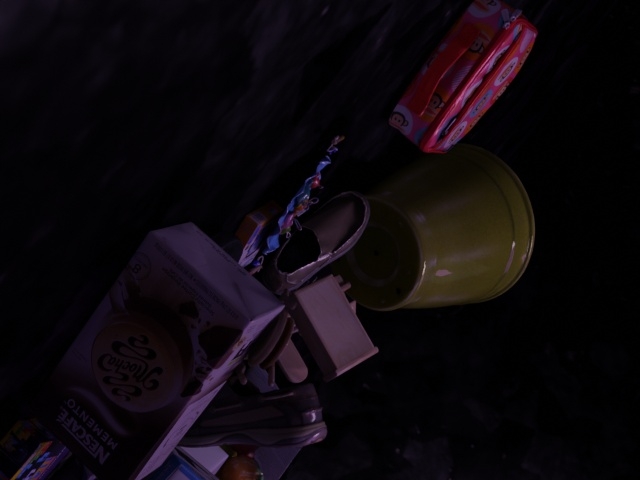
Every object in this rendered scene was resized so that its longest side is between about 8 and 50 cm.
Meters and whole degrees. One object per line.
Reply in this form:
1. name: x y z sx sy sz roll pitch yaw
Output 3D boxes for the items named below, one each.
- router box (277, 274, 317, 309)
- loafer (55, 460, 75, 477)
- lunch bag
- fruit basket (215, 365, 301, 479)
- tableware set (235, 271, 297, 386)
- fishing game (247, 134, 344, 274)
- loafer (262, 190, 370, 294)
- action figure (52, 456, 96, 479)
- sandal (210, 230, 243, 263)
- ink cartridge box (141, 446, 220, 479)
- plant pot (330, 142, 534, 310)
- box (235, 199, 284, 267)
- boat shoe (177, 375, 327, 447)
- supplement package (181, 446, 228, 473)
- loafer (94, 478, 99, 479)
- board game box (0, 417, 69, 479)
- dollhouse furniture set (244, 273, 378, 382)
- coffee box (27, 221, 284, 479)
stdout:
1. router box: -0.051 0.118 2.123 0.092 0.038 0.122 -47 169 -14
2. loafer: -0.418 0.440 1.630 0.220 0.078 0.080 -53 169 22
3. lunch bag: 0.247 -0.294 1.699 0.293 0.120 0.258 -54 165 16
4. fruit basket: -0.182 0.513 2.317 0.165 0.327 0.353 36 94 -38
5. tableware set: -0.069 0.122 1.276 0.128 0.039 0.194 -57 -165 2
6. fishing game: -0.031 -0.049 1.508 0.264 0.041 0.189 -57 179 7
7. loafer: 0.000 0.000 1.752 0.251 0.094 0.087 -46 174 -17
8. action figure: -0.407 0.394 1.474 0.285 0.099 0.185 -47 175 3
9. sandal: -0.191 0.146 1.440 0.167 0.107 0.445 -40 166 -43
10. ink cartridge box: -0.255 0.493 1.810 0.129 0.223 0.307 -49 -164 -10
11. plant pot: 0.207 -0.006 2.038 0.353 0.366 0.366 -16 147 -50
12. box: -0.114 0.005 1.481 0.081 0.028 0.136 -36 161 -56
13. boat shoe: -0.157 0.314 1.787 0.132 0.355 0.130 17 70 -72
14. supplement package: -0.342 0.548 2.185 0.244 0.134 0.139 -56 168 31
15. loafer: -0.347 0.388 1.724 0.267 0.084 0.096 -52 169 17
16. board game box: -0.413 0.314 1.283 0.170 0.048 0.141 -49 169 1
17. dollhouse furniture set: -0.074 0.228 1.887 0.303 0.174 0.355 -23 170 -40
18. coffee box: -0.207 0.146 1.206 0.297 0.168 0.119 -53 169 17
